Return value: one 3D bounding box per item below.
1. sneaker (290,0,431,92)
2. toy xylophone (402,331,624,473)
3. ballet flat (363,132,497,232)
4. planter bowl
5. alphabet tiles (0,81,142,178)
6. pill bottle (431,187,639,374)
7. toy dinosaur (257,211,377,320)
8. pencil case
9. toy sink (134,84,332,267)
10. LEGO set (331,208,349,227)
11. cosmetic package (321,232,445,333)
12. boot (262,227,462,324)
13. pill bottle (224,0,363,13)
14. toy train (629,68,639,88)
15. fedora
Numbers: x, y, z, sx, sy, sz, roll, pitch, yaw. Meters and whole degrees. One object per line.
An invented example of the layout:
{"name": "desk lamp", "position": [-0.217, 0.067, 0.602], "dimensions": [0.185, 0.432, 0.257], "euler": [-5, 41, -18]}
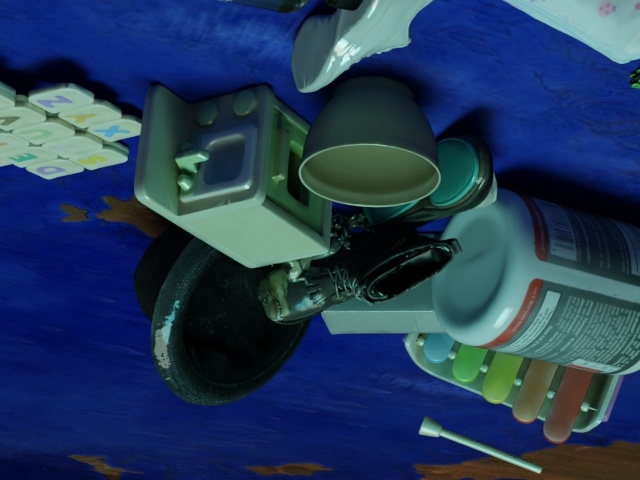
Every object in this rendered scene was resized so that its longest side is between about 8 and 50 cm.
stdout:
{"name": "sneaker", "position": [0.046, -0.212, 1.460], "dimensions": [0.094, 0.080, 0.212], "euler": [3, 158, -29]}
{"name": "toy xylophone", "position": [0.273, 0.198, 2.031], "dimensions": [0.323, 0.236, 0.081], "euler": [13, 155, 11]}
{"name": "ballet flat", "position": [0.158, -0.072, 1.754], "dimensions": [0.096, 0.095, 0.280], "euler": [4, 169, -27]}
{"name": "planter bowl", "position": [0.058, -0.121, 1.614], "dimensions": [0.162, 0.109, 0.162], "euler": [2, 156, 1]}
{"name": "alphabet tiles", "position": [-0.365, -0.131, 1.706], "dimensions": [0.278, 0.021, 0.284], "euler": [-9, 163, 25]}
{"name": "pill bottle", "position": [0.349, 0.067, 1.878], "dimensions": [0.363, 0.210, 0.210], "euler": [14, 154, -27]}
{"name": "toy dinosaur", "position": [0.000, 0.000, 1.794], "dimensions": [0.118, 0.268, 0.064], "euler": [-19, 112, 29]}
{"name": "pencil case", "position": [0.201, -0.254, 1.271], "dimensions": [0.273, 0.124, 0.113], "euler": [16, 153, -28]}
{"name": "toy sink", "position": [-0.092, -0.085, 1.665], "dimensions": [0.131, 0.153, 0.234], "euler": [-12, 151, 31]}
{"name": "LEGO set", "position": [-0.001, -0.026, 1.931], "dimensions": [0.083, 0.023, 0.054], "euler": [-20, -173, -34]}
{"name": "cosmetic package", "position": [0.123, 0.062, 2.009], "dimensions": [0.238, 0.127, 0.107], "euler": [-1, 156, 6]}
{"name": "boot", "position": [0.046, 0.046, 1.844], "dimensions": [0.263, 0.091, 0.229], "euler": [-29, -170, -1]}
{"name": "pill bottle", "position": [-0.064, -0.273, 1.262], "dimensions": [0.219, 0.123, 0.123], "euler": [9, 156, -13]}
{"name": "toy train", "position": [0.371, -0.188, 1.534], "dimensions": [0.024, 0.017, 0.083], "euler": [5, 158, -28]}
{"name": "fedora", "position": [-0.150, 0.072, 1.983], "dimensions": [0.152, 0.334, 0.334], "euler": [29, 173, 34]}
